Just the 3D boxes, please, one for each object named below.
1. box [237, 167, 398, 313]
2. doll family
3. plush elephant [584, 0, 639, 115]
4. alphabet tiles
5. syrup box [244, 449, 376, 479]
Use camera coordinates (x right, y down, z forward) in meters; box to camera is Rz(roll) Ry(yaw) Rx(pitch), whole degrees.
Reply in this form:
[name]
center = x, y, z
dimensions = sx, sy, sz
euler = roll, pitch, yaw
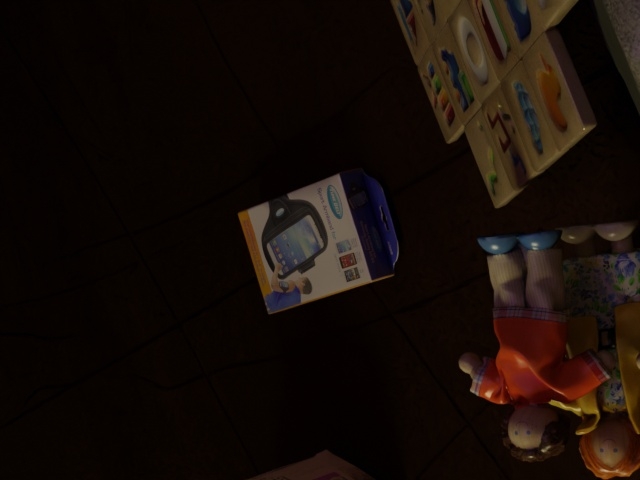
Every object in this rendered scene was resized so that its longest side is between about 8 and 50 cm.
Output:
[box]
center = 0.000, 0.000, 1.380
dimensions = 0.136, 0.028, 0.081
euler = -20, 86, 50
[doll family]
center = 0.218, 0.067, 1.125
dimensions = 0.263, 0.118, 0.163
euler = -5, 91, 29
[plush elephant]
center = 0.254, -0.152, 0.901
dimensions = 0.255, 0.272, 0.330
euler = -22, 52, 8
[alphabet tiles]
center = 0.078, -0.172, 1.124
dimensions = 0.342, 0.011, 0.285
euler = 124, 126, -78
[syrup box]
center = -0.014, 0.286, 1.429
dimensions = 0.096, 0.093, 0.237
euler = 30, 122, 38
